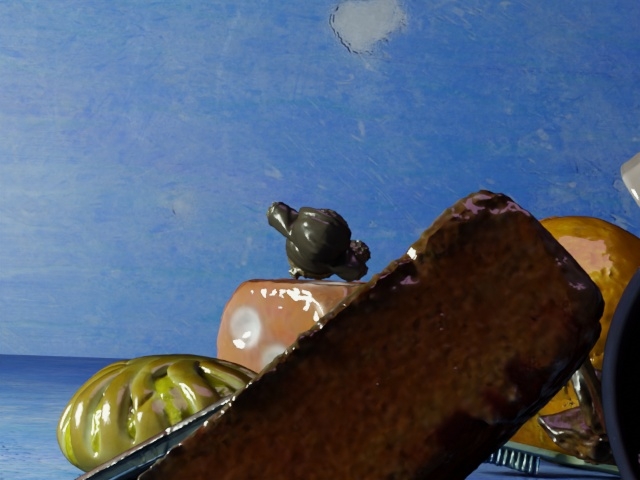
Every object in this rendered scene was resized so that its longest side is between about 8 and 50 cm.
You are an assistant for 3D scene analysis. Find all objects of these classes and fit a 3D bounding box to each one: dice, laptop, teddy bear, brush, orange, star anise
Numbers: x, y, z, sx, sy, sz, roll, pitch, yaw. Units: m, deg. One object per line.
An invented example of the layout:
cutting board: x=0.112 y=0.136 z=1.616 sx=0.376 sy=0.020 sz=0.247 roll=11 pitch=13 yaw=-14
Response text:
dice: x=0.004 y=0.130 z=1.189 sx=0.174 sy=0.179 sz=0.175 roll=1 pitch=2 yaw=37
laptop: x=-0.060 y=0.135 z=0.736 sx=0.207 sy=0.026 sz=0.154 roll=-32 pitch=-20 yaw=29
teddy bear: x=-0.005 y=0.007 z=1.145 sx=0.119 sy=0.078 sz=0.160 roll=36 pitch=-3 yaw=7
brush: x=0.212 y=0.203 z=1.015 sx=0.179 sy=0.030 sz=0.033 roll=12 pitch=-19 yaw=1
orange: x=0.248 y=0.098 z=1.107 sx=0.246 sy=0.246 sz=0.246 roll=2 pitch=-3 yaw=0
star anise: x=0.234 y=0.136 z=0.868 sx=0.234 sy=0.073 sz=0.177 roll=28 pitch=-41 yaw=5

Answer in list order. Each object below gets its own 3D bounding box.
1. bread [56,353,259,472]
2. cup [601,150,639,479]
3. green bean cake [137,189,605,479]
bread: x=-0.122 y=0.147 z=0.944 sx=0.214 sy=0.104 sz=0.213 roll=0 pitch=-1 yaw=0
cup: x=0.265 y=0.078 z=0.652 sx=0.288 sy=0.208 sz=0.273 roll=31 pitch=7 yaw=23
green bean cake: x=0.038 y=0.083 z=0.560 sx=0.097 sy=0.233 sz=0.198 roll=47 pitch=5 yaw=18
